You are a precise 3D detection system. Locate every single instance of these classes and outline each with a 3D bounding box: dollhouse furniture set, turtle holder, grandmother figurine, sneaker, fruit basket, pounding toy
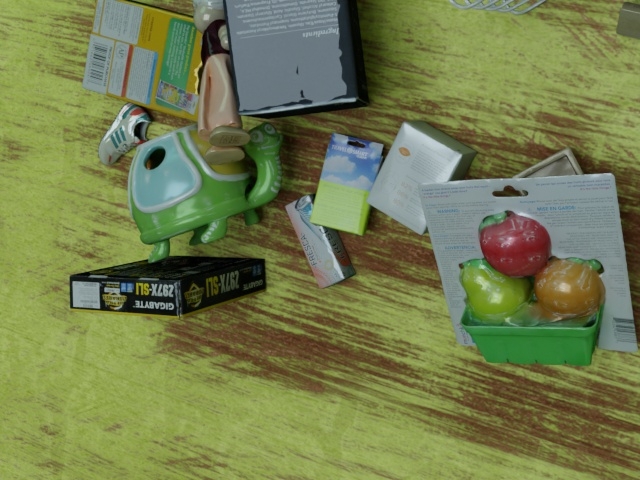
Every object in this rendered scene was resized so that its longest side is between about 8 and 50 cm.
[{"bbox_3d":[0.585,-0.418,1.611,0.144,0.123,0.151,20,141,22],"label":"dollhouse furniture set"},{"bbox_3d":[-0.238,-0.111,1.927,0.320,0.243,0.227,-17,94,47],"label":"turtle holder"},{"bbox_3d":[-0.190,-0.326,1.820,0.208,0.104,0.342,132,135,-56],"label":"grandmother figurine"},{"bbox_3d":[-0.419,-0.217,2.116,0.075,0.057,0.161,42,110,21],"label":"sneaker"},{"bbox_3d":[0.355,0.041,1.666,0.327,0.165,0.353,-2,117,27],"label":"fruit basket"},{"bbox_3d":[0.408,-0.071,1.722,0.130,0.100,0.141,-28,87,12],"label":"pounding toy"}]

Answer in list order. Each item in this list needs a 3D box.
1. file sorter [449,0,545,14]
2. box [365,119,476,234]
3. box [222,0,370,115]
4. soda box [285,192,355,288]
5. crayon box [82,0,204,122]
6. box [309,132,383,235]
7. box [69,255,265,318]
[{"bbox_3d":[0.305,-0.484,1.603,0.173,0.277,0.193,-27,85,31],"label":"file sorter"},{"bbox_3d":[0.186,-0.118,1.815,0.130,0.091,0.170,33,111,19],"label":"box"},{"bbox_3d":[-0.045,-0.424,1.743,0.212,0.293,0.396,-7,94,7],"label":"box"},{"bbox_3d":[0.000,0.000,1.943,0.063,0.058,0.183,-25,87,27],"label":"soda box"},{"bbox_3d":[-0.331,-0.376,2.036,0.323,0.083,0.203,19,106,23],"label":"crayon box"},{"bbox_3d":[0.052,-0.107,1.881,0.109,0.042,0.178,14,89,9],"label":"box"},{"bbox_3d":[-0.295,0.086,1.953,0.257,0.322,0.079,-1,96,26],"label":"box"}]
